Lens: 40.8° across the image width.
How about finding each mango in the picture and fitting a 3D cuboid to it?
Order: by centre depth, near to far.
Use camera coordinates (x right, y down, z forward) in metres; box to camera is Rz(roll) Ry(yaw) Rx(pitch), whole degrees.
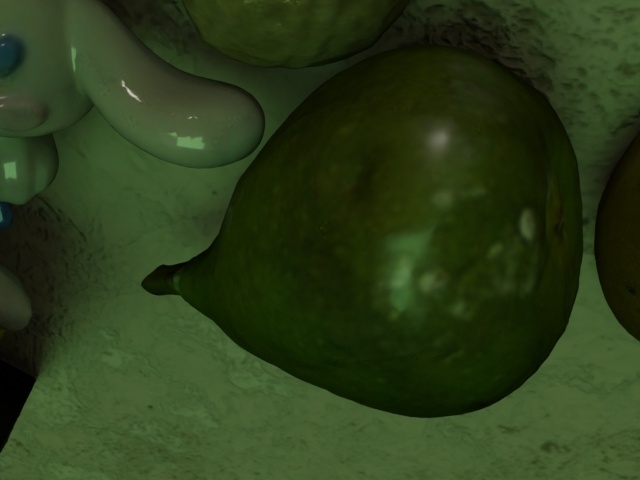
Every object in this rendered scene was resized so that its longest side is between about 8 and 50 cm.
[{"bbox_3d":[0.253,-0.001,0.575,0.136,0.099,0.227,-1,135,6],"label":"mango"}]

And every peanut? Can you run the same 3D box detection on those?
[{"bbox_3d":[-0.012,-0.170,0.497,0.141,0.109,0.159,-7,142,-19],"label":"peanut"}]

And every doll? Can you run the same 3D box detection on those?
[{"bbox_3d":[-0.278,-0.084,0.562,0.376,0.187,0.365,45,119,5],"label":"doll"}]

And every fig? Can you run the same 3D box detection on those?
[{"bbox_3d":[0.027,-0.015,0.564,0.314,0.233,0.233,21,143,50],"label":"fig"}]

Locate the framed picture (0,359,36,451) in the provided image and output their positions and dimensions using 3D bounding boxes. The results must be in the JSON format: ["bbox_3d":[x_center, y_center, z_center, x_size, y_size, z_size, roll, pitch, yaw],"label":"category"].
[{"bbox_3d":[-0.352,0.075,0.686,0.255,0.014,0.339,33,171,-12],"label":"framed picture"}]
